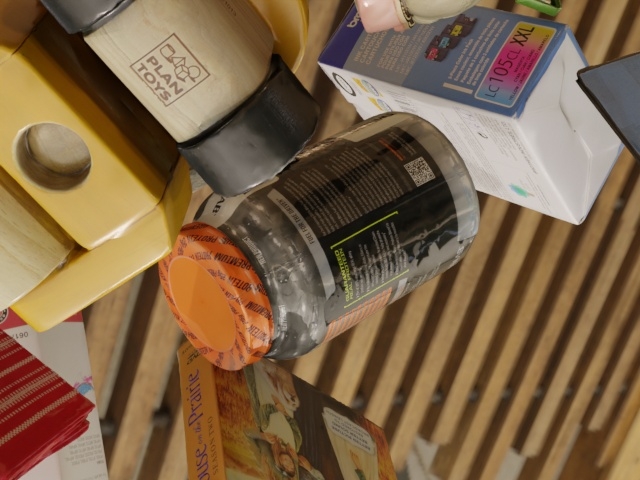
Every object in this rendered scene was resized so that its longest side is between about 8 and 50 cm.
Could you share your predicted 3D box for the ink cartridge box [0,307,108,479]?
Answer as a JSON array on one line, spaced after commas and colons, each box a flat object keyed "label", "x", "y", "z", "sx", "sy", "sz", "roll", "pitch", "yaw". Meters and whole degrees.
[{"label": "ink cartridge box", "x": -0.403, "y": 0.204, "z": 1.400, "sx": 0.226, "sy": 0.306, "sz": 0.131, "roll": -13, "pitch": 170, "yaw": 14}]

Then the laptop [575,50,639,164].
[{"label": "laptop", "x": 0.513, "y": -0.105, "z": 0.970, "sx": 0.382, "sy": 0.408, "sz": 0.236, "roll": 56, "pitch": -163, "yaw": 16}]

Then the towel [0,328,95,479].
[{"label": "towel", "x": -0.372, "y": 0.128, "z": 1.140, "sx": 0.275, "sy": 0.031, "sz": 0.199, "roll": 38, "pitch": -162, "yaw": 5}]

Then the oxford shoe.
[{"label": "oxford shoe", "x": 0.122, "y": -0.265, "z": 1.037, "sx": 0.146, "sy": 0.140, "sz": 0.397, "roll": -7, "pitch": -160, "yaw": 13}]

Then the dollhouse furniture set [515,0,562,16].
[{"label": "dollhouse furniture set", "x": 0.289, "y": -0.333, "z": 1.309, "sx": 0.058, "sy": 0.151, "sz": 0.076, "roll": 17, "pitch": -132, "yaw": -22}]

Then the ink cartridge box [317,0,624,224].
[{"label": "ink cartridge box", "x": 0.182, "y": -0.197, "z": 1.549, "sx": 0.395, "sy": 0.151, "sz": 0.270, "roll": 21, "pitch": 164, "yaw": 39}]

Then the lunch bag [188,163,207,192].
[{"label": "lunch bag", "x": -0.217, "y": -0.112, "z": 1.334, "sx": 0.287, "sy": 0.169, "sz": 0.235, "roll": -35, "pitch": -176, "yaw": -25}]

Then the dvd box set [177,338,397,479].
[{"label": "dvd box set", "x": -0.011, "y": 0.305, "z": 1.220, "sx": 0.307, "sy": 0.062, "sz": 0.420, "roll": 35, "pitch": -157, "yaw": -29}]

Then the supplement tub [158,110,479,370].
[{"label": "supplement tub", "x": 0.000, "y": 0.000, "z": 1.282, "sx": 0.338, "sy": 0.207, "sz": 0.207, "roll": -27, "pitch": -135, "yaw": -33}]

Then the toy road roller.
[{"label": "toy road roller", "x": -0.158, "y": -0.116, "z": 0.824, "sx": 0.202, "sy": 0.329, "sz": 0.240, "roll": 49, "pitch": -157, "yaw": -23}]
